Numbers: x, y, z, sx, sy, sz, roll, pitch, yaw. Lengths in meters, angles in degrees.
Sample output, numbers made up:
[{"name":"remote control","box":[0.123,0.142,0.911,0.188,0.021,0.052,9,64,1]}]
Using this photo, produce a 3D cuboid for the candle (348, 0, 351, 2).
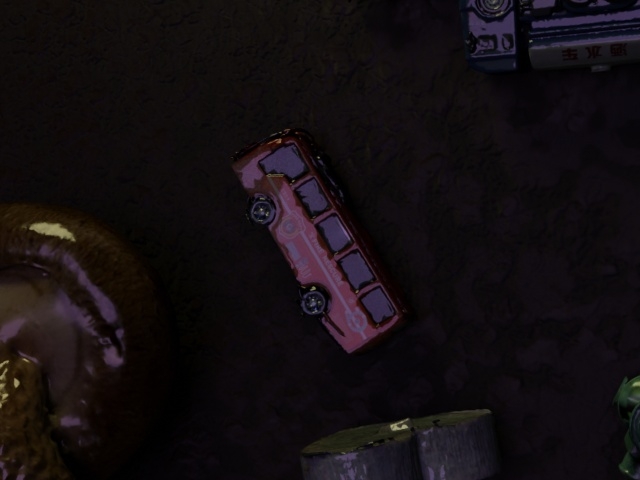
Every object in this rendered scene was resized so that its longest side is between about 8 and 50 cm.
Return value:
[{"name":"candle","box":[0.173,-0.262,1.034,0.329,0.051,0.048,-3,74,21]}]

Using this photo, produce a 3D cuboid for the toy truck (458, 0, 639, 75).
[{"name":"toy truck","box":[0.230,-0.194,1.002,0.201,0.074,0.088,-2,96,21]}]

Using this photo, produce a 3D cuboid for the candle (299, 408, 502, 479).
[{"name":"candle","box":[0.060,0.201,1.019,0.168,0.192,0.068,-22,78,64]}]

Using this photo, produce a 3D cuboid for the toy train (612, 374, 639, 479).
[{"name":"toy train","box":[0.355,0.110,0.931,0.157,0.105,0.253,26,98,6]}]

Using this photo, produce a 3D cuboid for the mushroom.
[{"name":"mushroom","box":[-0.307,0.124,1.140,0.345,0.239,0.345,-2,72,6]}]

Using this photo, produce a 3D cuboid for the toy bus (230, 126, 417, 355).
[{"name":"toy bus","box":[0.000,0.000,1.088,0.096,0.073,0.235,-31,78,9]}]
